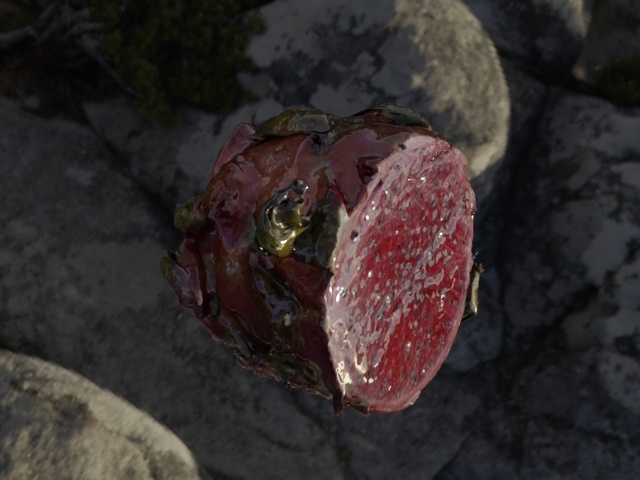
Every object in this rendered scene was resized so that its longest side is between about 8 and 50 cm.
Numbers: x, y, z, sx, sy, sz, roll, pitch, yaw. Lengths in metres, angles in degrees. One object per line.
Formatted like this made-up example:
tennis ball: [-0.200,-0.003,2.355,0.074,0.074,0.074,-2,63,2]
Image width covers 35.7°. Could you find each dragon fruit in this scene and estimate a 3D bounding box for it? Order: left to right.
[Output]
dragon fruit: [0.000,0.000,0.668,0.282,0.147,0.211,24,81,-55]
